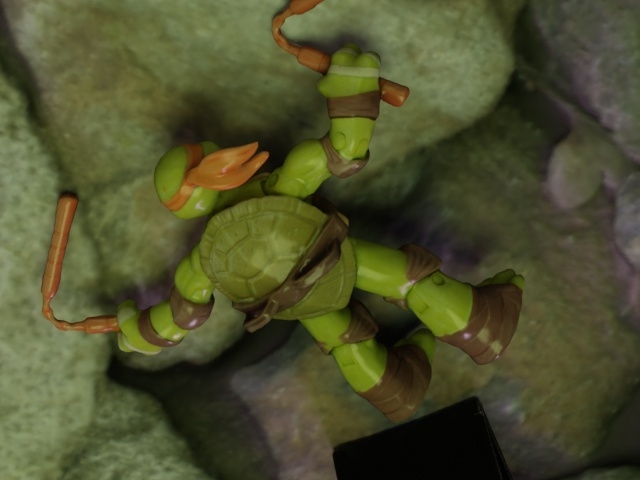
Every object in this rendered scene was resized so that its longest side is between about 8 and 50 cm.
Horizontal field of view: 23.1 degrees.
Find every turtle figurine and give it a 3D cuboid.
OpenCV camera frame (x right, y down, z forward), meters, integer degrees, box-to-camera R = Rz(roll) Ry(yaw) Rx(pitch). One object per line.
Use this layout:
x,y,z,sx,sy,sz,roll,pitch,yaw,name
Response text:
0.000,0.000,0.797,0.217,0.087,0.269,33,113,-25,turtle figurine

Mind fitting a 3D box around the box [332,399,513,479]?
0.104,0.256,0.921,0.103,0.184,0.261,-19,123,8,box
